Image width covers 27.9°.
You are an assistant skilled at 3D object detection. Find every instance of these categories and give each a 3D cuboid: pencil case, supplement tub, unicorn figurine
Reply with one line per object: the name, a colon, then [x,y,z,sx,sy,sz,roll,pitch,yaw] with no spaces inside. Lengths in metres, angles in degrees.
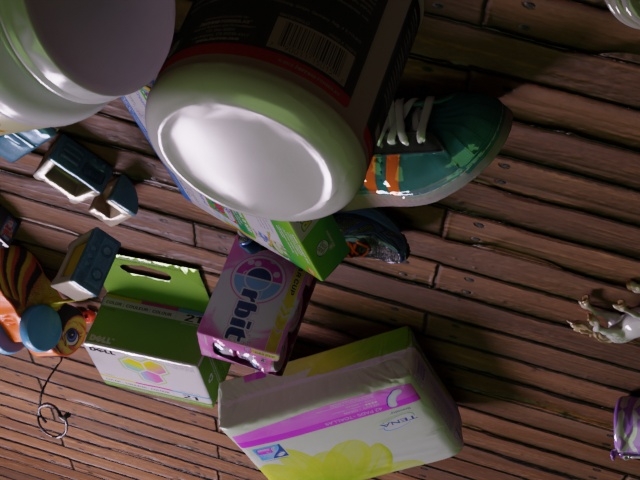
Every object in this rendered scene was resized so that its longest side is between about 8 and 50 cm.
pencil case: [0.479,0.253,1.677,0.206,0.088,0.086,0,146,28]
supplement tub: [-0.020,-0.171,1.109,0.191,0.272,0.191,15,149,9]
unicorn figurine: [0.380,0.097,1.527,0.111,0.060,0.162,35,162,-25]
supplement tub: [-0.327,-0.216,1.251,0.325,0.235,0.235,-5,141,35]

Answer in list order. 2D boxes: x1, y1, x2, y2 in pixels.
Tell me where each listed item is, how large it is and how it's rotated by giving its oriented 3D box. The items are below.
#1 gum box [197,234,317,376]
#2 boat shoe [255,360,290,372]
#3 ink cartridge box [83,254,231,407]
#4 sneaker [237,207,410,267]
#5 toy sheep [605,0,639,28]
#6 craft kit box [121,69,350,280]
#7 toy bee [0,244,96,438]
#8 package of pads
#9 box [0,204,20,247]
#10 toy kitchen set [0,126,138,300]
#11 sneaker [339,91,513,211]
gum box: [-0.073,0.072,1.608,0.107,0.188,0.062,14,149,11]
boat shoe: [-0.008,0.229,1.947,0.076,0.083,0.226,-26,134,23]
ink cartridge box: [-0.251,0.130,1.893,0.188,0.097,0.255,10,149,16]
sneaker: [0.000,0.000,1.551,0.221,0.087,0.083,10,149,16]
toy sheep: [0.269,-0.214,1.044,0.091,0.132,0.091,0,109,1]
craft kit box: [-0.104,-0.091,1.406,0.246,0.061,0.250,34,162,37]
toy bee: [-0.427,0.121,1.961,0.195,0.162,0.298,15,125,25]
package of pads: [0.035,0.254,1.836,0.296,0.101,0.229,-18,138,16]
box: [-0.554,-0.069,1.803,0.159,0.044,0.233,-4,142,35]
toy kitchen set: [-0.325,-0.051,1.579,0.207,0.166,0.122,36,146,-25]
sneaker: [0.053,-0.104,1.335,0.302,0.108,0.121,-13,141,45]
